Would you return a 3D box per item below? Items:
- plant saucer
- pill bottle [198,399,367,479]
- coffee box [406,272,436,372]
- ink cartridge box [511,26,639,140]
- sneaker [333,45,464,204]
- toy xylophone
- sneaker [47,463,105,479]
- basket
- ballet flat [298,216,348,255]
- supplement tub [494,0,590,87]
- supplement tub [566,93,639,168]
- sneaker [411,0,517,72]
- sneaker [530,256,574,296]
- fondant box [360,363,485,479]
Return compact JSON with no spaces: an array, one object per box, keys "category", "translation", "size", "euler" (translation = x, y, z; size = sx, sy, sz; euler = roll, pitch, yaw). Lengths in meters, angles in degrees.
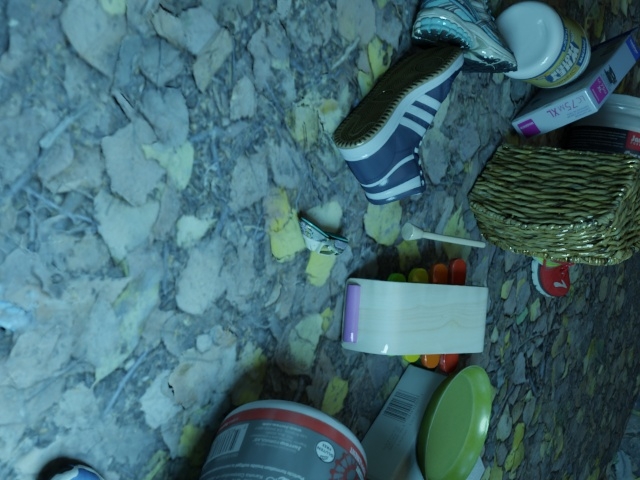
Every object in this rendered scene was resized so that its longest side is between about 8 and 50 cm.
[{"category":"plant saucer","translation":[0.237,0.337,1.322],"size":[0.241,0.037,0.241],"euler":[-16,112,-49]},{"category":"pill bottle","translation":[-0.074,0.389,0.864],"size":[0.363,0.210,0.210],"euler":[-71,149,-48]},{"category":"coffee box","translation":[0.186,0.157,1.356],"size":[0.113,0.040,0.184],"euler":[-60,139,-20]},{"category":"ink cartridge box","translation":[0.555,-0.335,1.562],"size":[0.065,0.185,0.311],"euler":[52,54,-13]},{"category":"sneaker","translation":[0.143,-0.176,1.155],"size":[0.282,0.099,0.153],"euler":[-46,128,-24]},{"category":"toy xylophone","translation":[0.183,0.100,1.243],"size":[0.322,0.081,0.236],"euler":[16,82,-38]},{"category":"sneaker","translation":[-0.241,0.329,0.833],"size":[0.080,0.081,0.211],"euler":[-51,135,-30]},{"category":"basket","translation":[0.464,-0.034,1.439],"size":[0.213,0.299,0.223],"euler":[-56,137,-25]},{"category":"ballet flat","translation":[0.000,0.000,1.080],"size":[0.114,0.041,0.041],"euler":[24,81,-51]},{"category":"supplement tub","translation":[0.430,-0.375,1.425],"size":[0.199,0.144,0.144],"euler":[-3,103,-51]},{"category":"supplement tub","translation":[0.685,-0.199,1.760],"size":[0.191,0.191,0.272],"euler":[8,94,-52]},{"category":"sneaker","translation":[0.264,-0.365,1.253],"size":[0.283,0.110,0.122],"euler":[10,89,-53]},{"category":"sneaker","translation":[0.566,0.041,1.738],"size":[0.107,0.118,0.279],"euler":[-52,136,-28]},{"category":"fondant box","translation":[0.193,0.434,1.401],"size":[0.238,0.096,0.330],"euler":[-52,134,-29]}]
